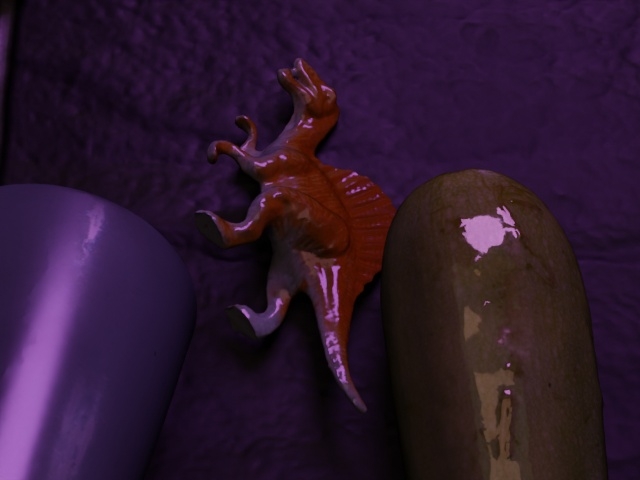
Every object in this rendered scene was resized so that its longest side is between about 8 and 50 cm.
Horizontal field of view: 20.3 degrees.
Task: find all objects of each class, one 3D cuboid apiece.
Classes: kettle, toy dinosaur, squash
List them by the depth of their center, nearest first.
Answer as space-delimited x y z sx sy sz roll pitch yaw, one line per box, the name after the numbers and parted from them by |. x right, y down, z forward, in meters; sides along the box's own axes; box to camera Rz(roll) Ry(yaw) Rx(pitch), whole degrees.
-0.183 0.113 0.916 0.211 0.160 0.243 -18 35 21 | kettle
0.102 0.131 0.966 0.118 0.118 0.370 -5 65 -2 | squash
-0.001 -0.001 1.075 0.142 0.057 0.212 -29 78 -34 | toy dinosaur
